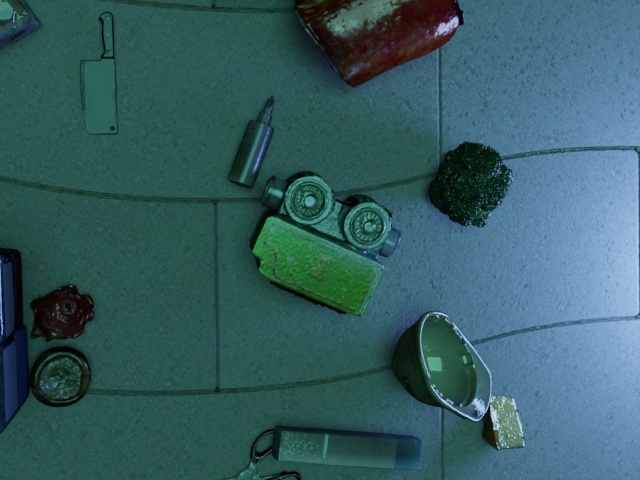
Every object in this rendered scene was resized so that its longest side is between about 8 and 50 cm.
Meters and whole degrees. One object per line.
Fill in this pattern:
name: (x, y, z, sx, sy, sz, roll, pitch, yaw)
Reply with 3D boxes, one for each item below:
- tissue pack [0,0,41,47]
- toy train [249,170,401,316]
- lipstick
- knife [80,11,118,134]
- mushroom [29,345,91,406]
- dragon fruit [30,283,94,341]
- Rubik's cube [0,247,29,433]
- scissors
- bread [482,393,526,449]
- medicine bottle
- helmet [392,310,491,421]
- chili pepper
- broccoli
tissue pack: (-0.691, -0.472, 1.534, 0.215, 0.123, 0.257, -32, 96, -9)
toy train: (0.000, 0.000, 1.679, 0.307, 0.173, 0.249, 24, 94, -12)
lipstick: (0.059, 0.440, 1.731, 0.317, 0.066, 0.068, 8, 87, -16)
knife: (-0.447, -0.337, 1.644, 0.072, 0.019, 0.245, -1, 92, -12)
mushroom: (-0.515, 0.270, 1.615, 0.123, 0.052, 0.123, -2, 97, -15)
dragon fruit: (-0.511, 0.145, 1.608, 0.126, 0.068, 0.112, -4, 91, -14)
Rubik's cube: (-0.700, 0.174, 1.440, 0.318, 0.316, 0.313, -2, 90, -14)
scissors: (-0.172, 0.509, 1.715, 0.247, 0.017, 0.144, -25, 95, -10)
bread: (0.414, 0.401, 1.815, 0.084, 0.080, 0.109, 3, 92, -15)
medicine bottle: (-0.134, -0.209, 1.696, 0.057, 0.057, 0.199, 21, 87, -12)
helmet: (0.237, 0.280, 1.747, 0.257, 0.137, 0.204, 51, 41, -16)
chili pepper: (0.110, -0.470, 1.693, 0.305, 0.229, 0.251, -29, 126, 1)
broccoli: (0.325, -0.122, 1.763, 0.195, 0.156, 0.195, -2, 85, 26)
